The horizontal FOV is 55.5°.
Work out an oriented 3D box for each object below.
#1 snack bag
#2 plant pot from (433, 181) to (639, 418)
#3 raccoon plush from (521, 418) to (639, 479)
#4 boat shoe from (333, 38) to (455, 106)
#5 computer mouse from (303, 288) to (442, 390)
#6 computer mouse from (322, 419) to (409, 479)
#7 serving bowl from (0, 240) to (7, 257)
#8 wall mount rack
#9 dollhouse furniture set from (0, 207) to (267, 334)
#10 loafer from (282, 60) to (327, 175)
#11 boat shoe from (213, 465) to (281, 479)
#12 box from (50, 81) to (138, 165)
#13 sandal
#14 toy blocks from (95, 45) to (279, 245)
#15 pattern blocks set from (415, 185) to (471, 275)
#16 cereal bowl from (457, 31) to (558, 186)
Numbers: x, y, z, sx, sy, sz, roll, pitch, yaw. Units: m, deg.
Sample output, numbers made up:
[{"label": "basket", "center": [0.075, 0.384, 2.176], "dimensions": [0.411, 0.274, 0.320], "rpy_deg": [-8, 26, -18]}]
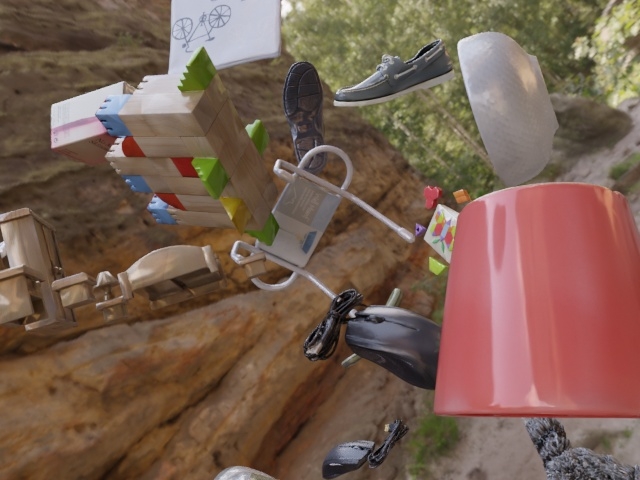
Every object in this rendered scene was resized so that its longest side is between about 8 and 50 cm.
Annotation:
[{"label": "snack bag", "center": [-0.217, -0.548, 1.435], "dimensions": [0.324, 0.342, 0.037], "rpy_deg": [-7, -15, 23]}, {"label": "plant pot", "center": [0.262, 0.079, 0.698], "dimensions": [0.275, 0.275, 0.242], "rpy_deg": [143, 131, -65]}, {"label": "raccoon plush", "center": [0.616, 0.455, 1.237], "dimensions": [0.299, 0.216, 0.446], "rpy_deg": [-32, 46, 14]}, {"label": "boat shoe", "center": [0.167, -0.389, 1.422], "dimensions": [0.320, 0.098, 0.116], "rpy_deg": [-21, 24, -17]}, {"label": "computer mouse", "center": [0.121, 0.166, 1.046], "dimensions": [0.188, 0.273, 0.072], "rpy_deg": [-50, -28, -46]}, {"label": "computer mouse", "center": [0.106, 0.521, 1.557], "dimensions": [0.184, 0.060, 0.262], "rpy_deg": [-32, -4, -42]}, {"label": "serving bowl", "center": [-0.709, 0.015, 1.371], "dimensions": [0.083, 0.027, 0.083], "rpy_deg": [-33, 17, 12]}, {"label": "wall mount rack", "center": [0.000, 0.000, 1.233], "dimensions": [0.349, 0.304, 0.130], "rpy_deg": [-61, 12, 18]}, {"label": "dollhouse furniture set", "center": [-0.270, 0.001, 0.912], "dimensions": [0.356, 0.173, 0.303], "rpy_deg": [-18, -9, -9]}, {"label": "loafer", "center": [-0.038, -0.318, 1.617], "dimensions": [0.109, 0.302, 0.095], "rpy_deg": [-7, -7, 1]}, {"label": "boat shoe", "center": [-0.001, 0.396, 0.844], "dimensions": [0.103, 0.321, 0.118], "rpy_deg": [-16, 48, 56]}, {"label": "box", "center": [-0.542, -0.289, 1.544], "dimensions": [0.233, 0.126, 0.149], "rpy_deg": [-10, -14, 21]}, {"label": "sandal", "center": [0.139, 0.249, 1.766], "dimensions": [0.302, 0.086, 0.120], "rpy_deg": [-53, -2, -32]}, {"label": "toy blocks", "center": [-0.252, -0.148, 1.081], "dimensions": [0.261, 0.381, 0.190], "rpy_deg": [5, 55, 24]}, {"label": "pattern blocks set", "center": [0.404, -0.027, 1.937], "dimensions": [0.325, 0.026, 0.285], "rpy_deg": [28, 110, 60]}, {"label": "cereal bowl", "center": [0.418, -0.293, 1.310], "dimensions": [0.141, 0.338, 0.339], "rpy_deg": [-18, 17, 23]}]
